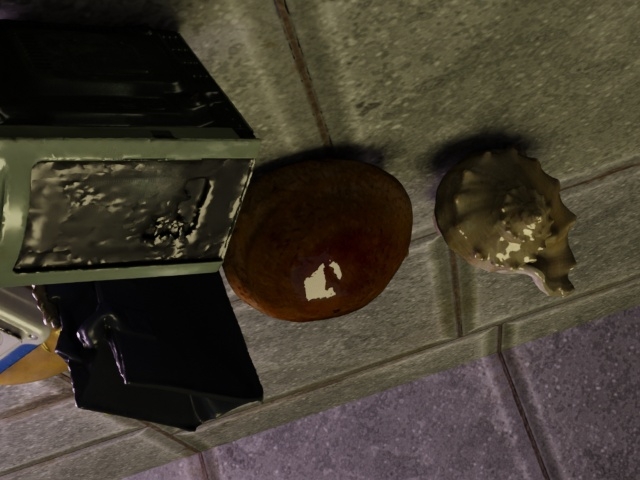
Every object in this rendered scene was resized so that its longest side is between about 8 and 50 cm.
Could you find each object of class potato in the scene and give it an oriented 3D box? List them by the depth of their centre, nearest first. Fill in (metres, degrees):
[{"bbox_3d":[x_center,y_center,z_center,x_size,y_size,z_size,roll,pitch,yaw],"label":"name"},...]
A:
[{"bbox_3d":[-0.414,0.127,1.495,0.234,0.150,0.146,-16,-178,11],"label":"potato"}]

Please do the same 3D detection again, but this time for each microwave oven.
[{"bbox_3d":[-0.241,-0.091,0.963,0.295,0.237,0.181,-4,131,-32],"label":"microwave oven"}]

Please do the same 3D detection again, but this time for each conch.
[{"bbox_3d":[0.288,-0.031,1.586,0.186,0.263,0.324,-44,-169,7],"label":"conch"}]

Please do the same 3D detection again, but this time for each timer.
[{"bbox_3d":[-0.482,0.089,1.314,0.253,0.078,0.178,32,132,-30],"label":"timer"}]

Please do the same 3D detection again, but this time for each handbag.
[{"bbox_3d":[-0.228,0.074,1.290,0.122,0.303,0.329,-28,157,16],"label":"handbag"}]

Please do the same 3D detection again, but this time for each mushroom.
[{"bbox_3d":[0.012,0.007,1.466,0.283,0.195,0.263,0,124,-51],"label":"mushroom"}]
